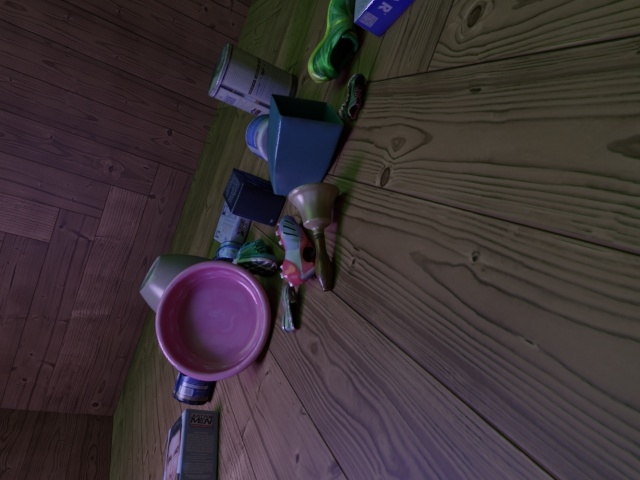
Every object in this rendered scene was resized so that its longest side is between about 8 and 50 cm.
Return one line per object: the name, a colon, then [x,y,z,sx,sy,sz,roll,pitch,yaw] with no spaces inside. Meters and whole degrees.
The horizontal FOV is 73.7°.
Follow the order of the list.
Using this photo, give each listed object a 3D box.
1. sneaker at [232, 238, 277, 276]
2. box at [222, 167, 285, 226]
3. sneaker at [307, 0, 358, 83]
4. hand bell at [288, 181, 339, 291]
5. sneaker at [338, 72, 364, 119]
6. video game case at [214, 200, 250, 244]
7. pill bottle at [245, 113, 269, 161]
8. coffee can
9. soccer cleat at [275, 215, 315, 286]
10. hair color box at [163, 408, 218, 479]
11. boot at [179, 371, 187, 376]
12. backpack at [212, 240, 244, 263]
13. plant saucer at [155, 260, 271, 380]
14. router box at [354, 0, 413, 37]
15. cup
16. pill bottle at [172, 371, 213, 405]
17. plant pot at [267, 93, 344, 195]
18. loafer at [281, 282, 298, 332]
sneaker: [-0.207,0.046,1.338,0.275,0.107,0.110,2,67,62]
box: [-0.225,-0.146,1.425,0.108,0.153,0.207,-65,29,13]
sneaker: [0.069,-0.581,1.207,0.123,0.109,0.295,21,92,40]
hand bell: [0.000,0.000,0.997,0.126,0.126,0.242,-33,59,52]
sneaker: [0.089,-0.359,1.078,0.057,0.047,0.119,46,123,54]
video game case: [-0.340,-0.100,1.716,0.269,0.061,0.244,17,91,63]
pill bottle: [-0.163,-0.342,1.424,0.152,0.152,0.272,-67,27,10]
coffee can: [-0.253,-0.581,1.599,0.201,0.275,0.201,-40,41,47]
soccer cleat: [-0.057,0.014,1.110,0.095,0.083,0.248,-27,38,16]
hair color box: [-0.390,0.721,1.262,0.185,0.114,0.374,-52,32,35]
boot: [-0.405,0.277,1.407,0.280,0.096,0.264,16,88,64]
backpack: [-0.315,0.047,1.533,0.114,0.105,0.084,-13,64,54]
plant saucer: [-0.299,0.226,1.226,0.084,0.332,0.332,62,-140,-78]
router box: [0.215,-0.713,1.000,0.335,0.082,0.301,-30,49,54]
cup: [-0.599,0.188,1.774,0.331,0.237,0.331,-46,26,30]
pill bottle: [-0.423,0.444,1.481,0.123,0.123,0.219,2,76,63]
plant pot: [-0.060,-0.245,1.159,0.165,0.166,0.234,-111,29,-51]
loafer: [-0.071,0.167,1.072,0.039,0.045,0.125,-15,67,40]
